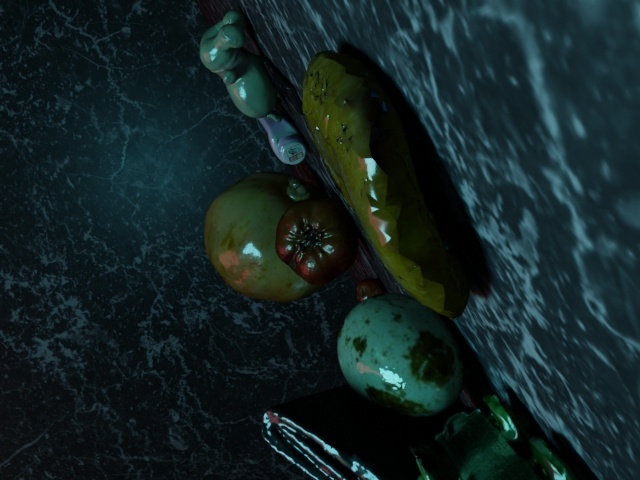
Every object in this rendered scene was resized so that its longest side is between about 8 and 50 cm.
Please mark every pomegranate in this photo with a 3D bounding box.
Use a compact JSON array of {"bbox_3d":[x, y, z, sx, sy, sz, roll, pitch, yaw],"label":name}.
[{"bbox_3d":[-0.119,-0.016,1.588,0.412,0.411,0.411,60,179,2],"label":"pomegranate"}]

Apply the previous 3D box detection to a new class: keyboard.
[{"bbox_3d":[-0.073,-0.299,1.063,0.061,0.013,0.204,62,178,-38],"label":"keyboard"}]

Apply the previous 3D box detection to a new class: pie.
[{"bbox_3d":[0.057,-0.046,0.522,0.274,0.069,0.273,62,-178,-5],"label":"pie"}]

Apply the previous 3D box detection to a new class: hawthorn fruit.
[{"bbox_3d":[0.000,0.000,1.358,0.208,0.207,0.243,60,-168,5],"label":"hawthorn fruit"},{"bbox_3d":[0.138,0.137,1.486,0.093,0.093,0.093,60,179,2],"label":"hawthorn fruit"}]

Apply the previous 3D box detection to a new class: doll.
[{"bbox_3d":[-0.166,-0.349,1.165,0.275,0.113,0.155,58,-163,-56],"label":"doll"}]

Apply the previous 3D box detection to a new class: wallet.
[{"bbox_3d":[0.111,0.283,0.839,0.228,0.062,0.406,23,-172,30],"label":"wallet"}]

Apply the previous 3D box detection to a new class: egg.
[{"bbox_3d":[0.117,0.167,0.804,0.169,0.169,0.231,60,167,-23],"label":"egg"}]

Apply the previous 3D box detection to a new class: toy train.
[{"bbox_3d":[0.207,0.290,0.589,0.202,0.145,0.266,57,180,-11],"label":"toy train"}]

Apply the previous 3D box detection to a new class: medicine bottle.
[{"bbox_3d":[-0.095,-0.258,1.384,0.115,0.078,0.219,62,178,-36],"label":"medicine bottle"}]
